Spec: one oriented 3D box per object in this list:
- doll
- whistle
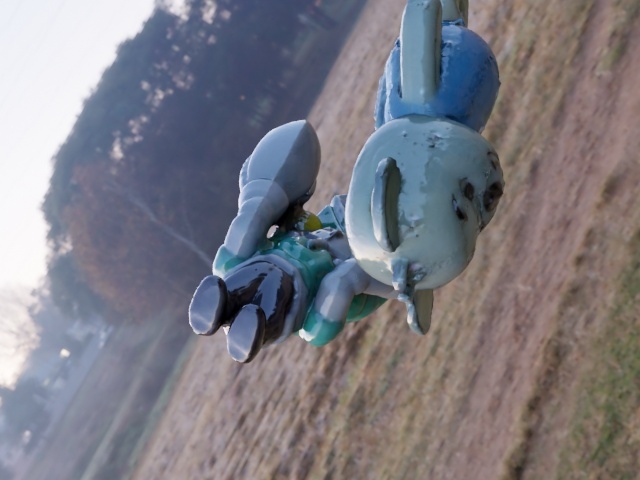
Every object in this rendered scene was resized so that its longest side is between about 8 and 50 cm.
[{"bbox_3d":[0.019,0.010,0.768,0.258,0.195,0.153,-81,17,-60],"label":"doll"},{"bbox_3d":[0.063,-0.067,0.527,0.114,0.077,0.235,64,-149,-47],"label":"whistle"}]
